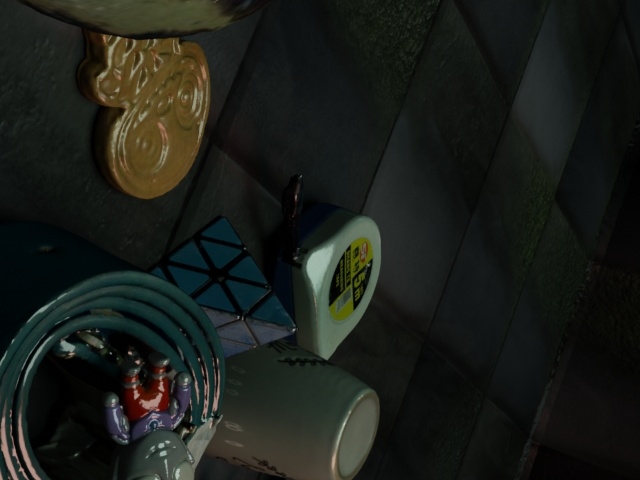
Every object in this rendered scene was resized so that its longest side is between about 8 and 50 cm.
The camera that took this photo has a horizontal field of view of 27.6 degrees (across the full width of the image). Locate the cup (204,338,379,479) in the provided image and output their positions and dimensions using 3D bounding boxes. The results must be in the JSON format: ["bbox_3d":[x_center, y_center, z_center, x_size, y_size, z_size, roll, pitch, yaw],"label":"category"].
[{"bbox_3d":[-0.036,0.234,1.791,0.258,0.234,0.186,22,85,-67],"label":"cup"}]

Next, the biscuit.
[{"bbox_3d":[-0.192,-0.174,1.459,0.202,0.044,0.289,-52,149,-38],"label":"biscuit"}]

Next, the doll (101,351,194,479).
[{"bbox_3d":[-0.171,0.219,1.301,0.102,0.075,0.227,-12,113,-31],"label":"doll"}]

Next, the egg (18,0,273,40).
[{"bbox_3d":[-0.159,-0.341,1.071,0.428,0.345,0.345,-4,108,-62],"label":"egg"}]

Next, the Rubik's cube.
[{"bbox_3d":[-0.179,0.095,1.624,0.178,0.211,0.190,10,121,-43],"label":"Rubik's cube"}]

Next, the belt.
[{"bbox_3d":[-0.264,0.159,1.351,0.300,0.173,0.436,-59,149,-11],"label":"belt"}]

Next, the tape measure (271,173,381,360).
[{"bbox_3d":[0.000,0.000,1.878,0.215,0.098,0.351,-46,146,-42],"label":"tape measure"}]
